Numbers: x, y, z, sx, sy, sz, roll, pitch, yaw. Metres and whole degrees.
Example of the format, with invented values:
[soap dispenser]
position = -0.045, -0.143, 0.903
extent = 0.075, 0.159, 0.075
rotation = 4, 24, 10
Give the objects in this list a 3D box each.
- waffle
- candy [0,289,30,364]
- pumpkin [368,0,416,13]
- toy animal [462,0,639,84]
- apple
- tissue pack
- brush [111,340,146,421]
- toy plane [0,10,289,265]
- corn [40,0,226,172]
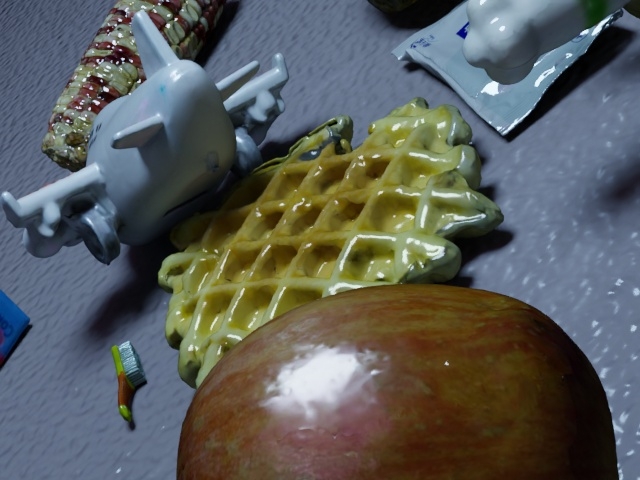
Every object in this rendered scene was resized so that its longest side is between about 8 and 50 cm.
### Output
[waffle]
position = -0.001, -0.002, 0.993
extent = 0.261, 0.056, 0.250
rotation = -34, 31, 3
[candy]
position = -0.377, 0.128, 1.112
extent = 0.100, 0.157, 0.305
rotation = -4, 44, 43
[pumpkin]
position = 0.112, -0.338, 1.230
extent = 0.317, 0.139, 0.222
rotation = -52, 22, -18
[toy animal]
position = 0.256, -0.203, 0.887
extent = 0.363, 0.180, 0.181
rotation = -40, 23, 11
[apple]
position = 0.038, 0.123, 0.634
extent = 0.188, 0.211, 0.211
rotation = -5, 39, 10
[tissue pack]
position = 0.137, -0.151, 1.072
extent = 0.122, 0.026, 0.193
rotation = -40, 30, -1
[brush]
position = -0.137, 0.101, 1.030
extent = 0.021, 0.018, 0.083
rotation = -25, 30, 3
[toy plane]
position = -0.125, -0.071, 1.089
extent = 0.252, 0.118, 0.252
rotation = -33, -9, -6
[corn]
position = -0.174, -0.169, 1.363
extent = 0.098, 0.098, 0.289
rotation = -10, 44, 39
